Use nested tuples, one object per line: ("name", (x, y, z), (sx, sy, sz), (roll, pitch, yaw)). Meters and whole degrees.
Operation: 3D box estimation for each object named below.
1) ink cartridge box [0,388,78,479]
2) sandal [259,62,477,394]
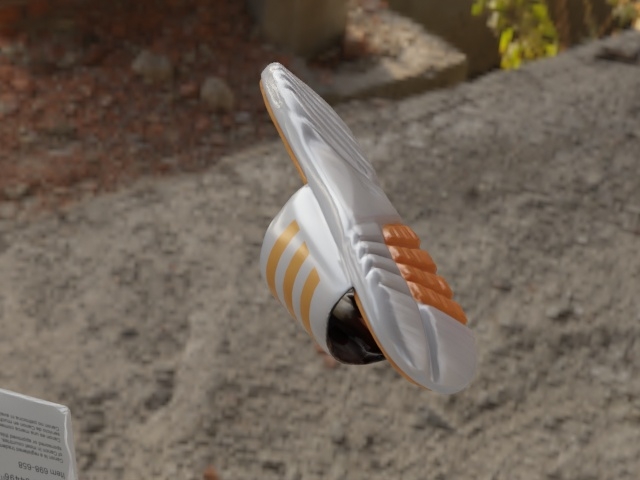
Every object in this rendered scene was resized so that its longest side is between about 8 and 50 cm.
("ink cartridge box", (-0.252, 0.227, 0.941), (0.197, 0.114, 0.273), (23, 41, -43))
("sandal", (0.006, 0.004, 0.850), (0.102, 0.076, 0.265), (35, 21, -41))
